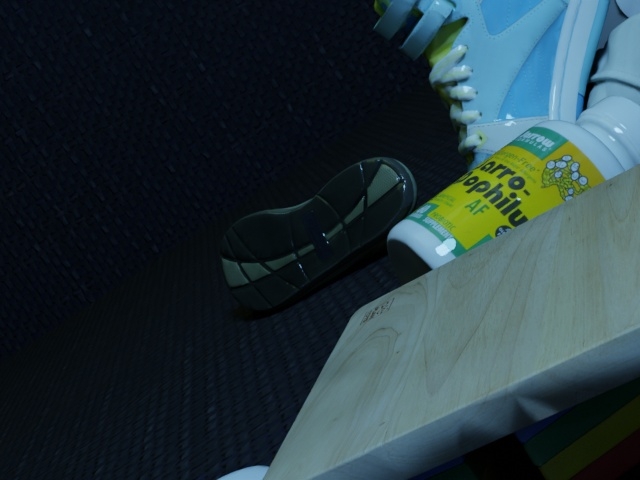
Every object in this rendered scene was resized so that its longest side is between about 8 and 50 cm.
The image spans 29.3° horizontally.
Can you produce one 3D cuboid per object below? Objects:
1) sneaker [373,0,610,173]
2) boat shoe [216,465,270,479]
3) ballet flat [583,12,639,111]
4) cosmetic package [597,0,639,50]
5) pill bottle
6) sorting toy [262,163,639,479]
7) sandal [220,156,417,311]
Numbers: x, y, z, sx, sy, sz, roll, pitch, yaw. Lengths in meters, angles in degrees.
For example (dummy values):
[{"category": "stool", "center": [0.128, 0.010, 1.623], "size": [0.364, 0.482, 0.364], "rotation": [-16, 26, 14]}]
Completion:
[{"category": "sneaker", "center": [0.117, -0.137, 1.050], "size": [0.127, 0.208, 0.319], "rotation": [145, 140, -77]}, {"category": "boat shoe", "center": [-0.068, 0.217, 0.629], "size": [0.088, 0.096, 0.267], "rotation": [9, 29, 33]}, {"category": "ballet flat", "center": [0.271, -0.111, 1.082], "size": [0.139, 0.139, 0.400], "rotation": [-34, 6, -6]}, {"category": "cosmetic package", "center": [0.313, -0.288, 1.530], "size": [0.155, 0.197, 0.365], "rotation": [-36, 12, -22]}, {"category": "pill bottle", "center": [0.163, -0.017, 0.922], "size": [0.208, 0.117, 0.117], "rotation": [-35, 10, -12]}, {"category": "sorting toy", "center": [0.119, 0.073, 0.710], "size": [0.255, 0.089, 0.257], "rotation": [-29, 10, 23]}, {"category": "sandal", "center": [0.001, 0.001, 1.448], "size": [0.303, 0.120, 0.086], "rotation": [-25, -15, 32]}]
